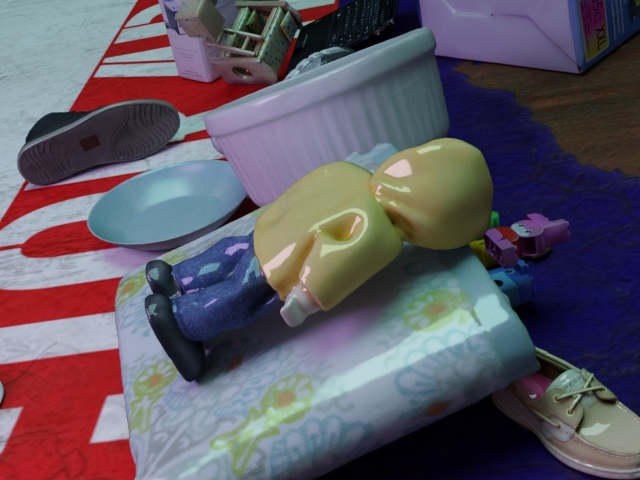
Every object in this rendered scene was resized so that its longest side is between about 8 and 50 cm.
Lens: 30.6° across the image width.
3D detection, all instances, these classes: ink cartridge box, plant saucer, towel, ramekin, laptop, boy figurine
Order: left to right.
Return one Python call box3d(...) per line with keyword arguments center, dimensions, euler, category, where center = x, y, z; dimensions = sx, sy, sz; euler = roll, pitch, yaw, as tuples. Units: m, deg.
box3d(center=(-0.171, -0.033, 1.355), dimensions=(0.195, 0.037, 0.195), euler=(-11, 30, 6), category="plant saucer")
box3d(center=(-0.163, -0.354, 1.755), dimensions=(0.082, 0.191, 0.139), euler=(15, 39, 42), category="ink cartridge box")
box3d(center=(-0.018, 0.071, 1.014), dimensions=(0.320, 0.090, 0.374), euler=(-28, 28, 1), category="towel")
box3d(center=(0.000, 0.000, 0.928), dimensions=(0.285, 0.092, 0.177), euler=(-25, 28, 4), category="boy figurine")
box3d(center=(0.017, -0.128, 1.282), dimensions=(0.273, 0.127, 0.273), euler=(-21, 10, 4), category="ramekin")
box3d(center=(0.048, -0.381, 1.691), dimensions=(0.264, 0.136, 0.234), euler=(-24, 22, 16), category="laptop")
box3d(center=(0.354, -0.390, 1.646), dimensions=(0.270, 0.151, 0.395), euler=(16, 39, 42), category="ink cartridge box")

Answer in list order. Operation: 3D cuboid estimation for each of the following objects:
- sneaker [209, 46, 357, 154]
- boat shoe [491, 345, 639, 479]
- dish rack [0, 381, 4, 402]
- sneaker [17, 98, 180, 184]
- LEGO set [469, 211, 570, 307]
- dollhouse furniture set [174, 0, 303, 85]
box3d(center=(-0.017, -0.155, 1.470), dimensions=(0.228, 0.086, 0.132), euler=(-33, 38, -12), category="sneaker")
box3d(center=(0.189, 0.125, 0.898), dimensions=(0.063, 0.059, 0.170), euler=(-30, 32, -25), category="boat shoe")
box3d(center=(-0.500, 0.176, 1.100), dimensions=(0.333, 0.072, 0.285), euler=(4, 33, 28), category="dish rack")
box3d(center=(-0.302, -0.154, 1.577), dimensions=(0.222, 0.083, 0.118), euler=(-17, 29, -4), category="sneaker")
box3d(center=(0.180, -0.004, 1.109), dimensions=(0.093, 0.087, 0.227), euler=(-15, 23, -8), category="LEGO set")
box3d(center=(-0.098, -0.342, 1.669), dimensions=(0.101, 0.161, 0.182), euler=(7, 65, 32), category="dollhouse furniture set")
